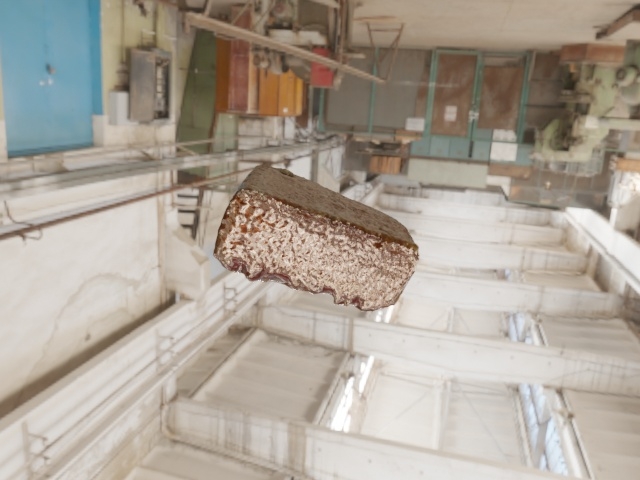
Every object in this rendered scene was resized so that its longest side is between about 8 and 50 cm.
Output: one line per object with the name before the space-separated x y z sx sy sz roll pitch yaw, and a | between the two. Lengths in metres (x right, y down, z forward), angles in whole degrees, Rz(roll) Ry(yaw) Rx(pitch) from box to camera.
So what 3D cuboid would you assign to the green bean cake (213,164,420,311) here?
green bean cake | 0.000 0.000 0.672 0.232 0.097 0.198 23 -163 -9
